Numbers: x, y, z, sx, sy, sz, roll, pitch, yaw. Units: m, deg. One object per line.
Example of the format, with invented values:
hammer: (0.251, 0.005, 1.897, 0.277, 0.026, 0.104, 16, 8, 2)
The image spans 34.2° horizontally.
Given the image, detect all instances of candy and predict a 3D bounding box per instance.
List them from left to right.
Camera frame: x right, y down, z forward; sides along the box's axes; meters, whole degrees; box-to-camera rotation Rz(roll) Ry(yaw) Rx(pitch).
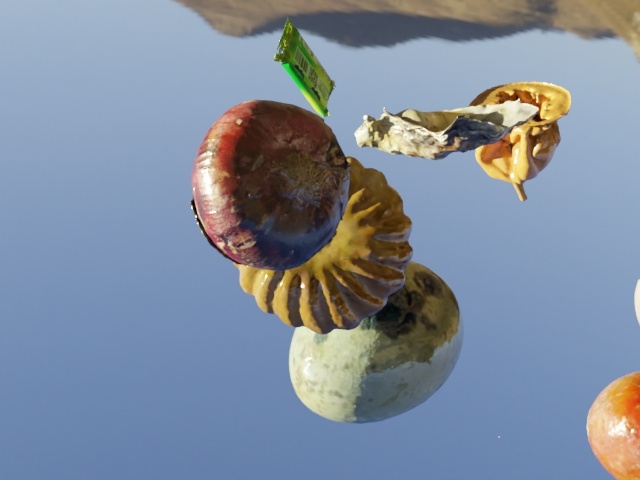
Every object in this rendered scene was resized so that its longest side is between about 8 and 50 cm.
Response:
candy: (-0.027, -0.316, 1.919, 0.032, 0.178, 0.102, -12, -128, 26)

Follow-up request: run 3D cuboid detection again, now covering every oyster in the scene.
oyster: (0.225, -0.195, 1.842, 0.275, 0.100, 0.271, -4, -179, -16)

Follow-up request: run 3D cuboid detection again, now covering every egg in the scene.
egg: (0.119, 0.225, 2.316, 0.428, 0.345, 0.345, -30, -143, -21)

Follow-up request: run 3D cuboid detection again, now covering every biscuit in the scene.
biscuit: (0.000, 0.000, 1.814, 0.326, 0.325, 0.107, 15, 171, 8)

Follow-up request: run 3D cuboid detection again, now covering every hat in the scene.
hat: (0.430, -0.184, 2.190, 0.233, 0.233, 0.244, -26, -148, -28)

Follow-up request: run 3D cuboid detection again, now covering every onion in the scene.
onion: (-0.075, -0.077, 1.492, 0.246, 0.246, 0.190, 2, 172, -27)

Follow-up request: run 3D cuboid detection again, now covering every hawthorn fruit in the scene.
hawthorn fruit: (0.655, 0.372, 2.016, 0.235, 0.231, 0.263, 23, 168, -24)

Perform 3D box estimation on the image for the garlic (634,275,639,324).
garlic: (0.604, 0.105, 1.444, 0.318, 0.259, 0.317, -20, 171, -3)
